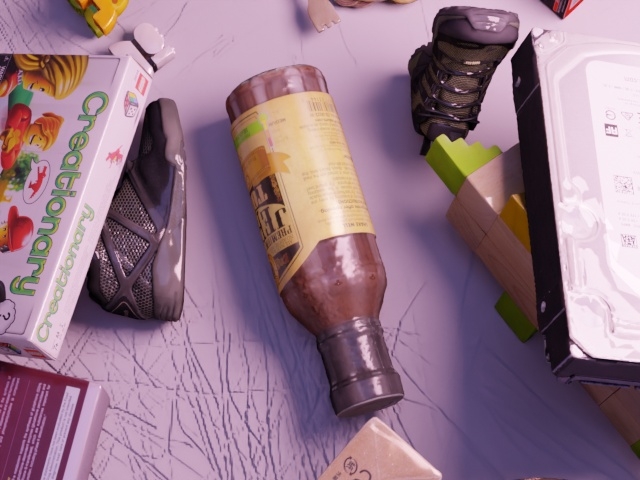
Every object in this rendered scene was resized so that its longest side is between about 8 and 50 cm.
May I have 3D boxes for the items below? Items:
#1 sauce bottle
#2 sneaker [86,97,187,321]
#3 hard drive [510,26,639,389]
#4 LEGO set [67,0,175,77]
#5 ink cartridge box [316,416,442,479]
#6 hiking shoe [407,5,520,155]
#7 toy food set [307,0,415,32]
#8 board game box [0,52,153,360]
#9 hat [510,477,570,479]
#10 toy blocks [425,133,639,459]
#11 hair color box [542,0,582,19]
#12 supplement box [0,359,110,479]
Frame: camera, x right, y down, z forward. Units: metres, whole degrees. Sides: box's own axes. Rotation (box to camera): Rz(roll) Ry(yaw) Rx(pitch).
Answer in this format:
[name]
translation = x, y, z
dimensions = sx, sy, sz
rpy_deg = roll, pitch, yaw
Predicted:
[sauce bottle]
translation = 0.000, 0.000, 1.573
dimensions = 0.111, 0.111, 0.344
rpy_deg = -16, 73, -4
[sneaker]
translation = -0.195, -0.035, 1.597
dimensions = 0.130, 0.087, 0.228
rpy_deg = 3, 80, -5
[hard drive]
translation = 0.301, -0.027, 1.443
dimensions = 0.236, 0.064, 0.339
rpy_deg = 8, 60, -15
[LEGO set]
translation = -0.221, -0.277, 1.666
dimensions = 0.093, 0.087, 0.227
rpy_deg = -38, 79, -9
[ink cartridge box]
translation = 0.001, 0.284, 1.451
dimensions = 0.088, 0.193, 0.235
rpy_deg = 39, 79, 10
[hiking shoe]
translation = 0.139, -0.152, 1.559
dimensions = 0.086, 0.227, 0.114
rpy_deg = 3, 78, -8
[toy food set]
translation = 0.061, -0.300, 1.700
dimensions = 0.192, 0.038, 0.132
rpy_deg = -27, 69, -1
[board game box]
translation = -0.296, -0.040, 1.565
dimensions = 0.193, 0.053, 0.305
rpy_deg = 4, 66, 28
[hat]
translation = 0.187, 0.363, 1.459
dimensions = 0.331, 0.134, 0.331
rpy_deg = 0, 91, -9
[toy blocks]
translation = 0.316, 0.001, 1.554
dimensions = 0.261, 0.191, 0.381
rpy_deg = -33, 77, -20
[hair color box]
translation = 0.219, -0.302, 1.677
dimensions = 0.043, 0.072, 0.141
rpy_deg = -43, 77, -11
[supplement box]
translation = -0.336, 0.179, 1.546
dimensions = 0.239, 0.073, 0.130
rpy_deg = 13, 74, 3
